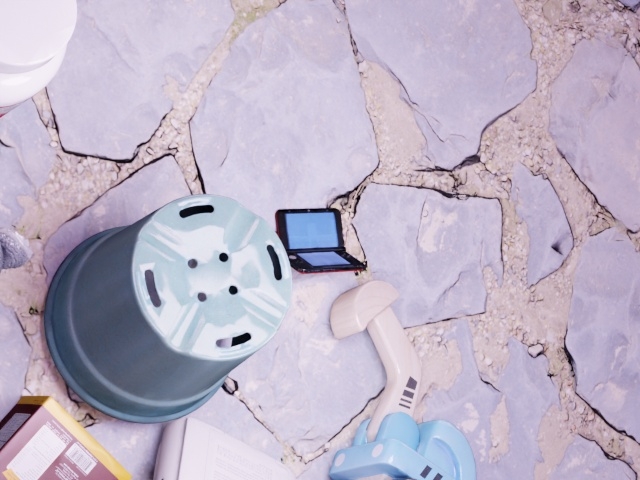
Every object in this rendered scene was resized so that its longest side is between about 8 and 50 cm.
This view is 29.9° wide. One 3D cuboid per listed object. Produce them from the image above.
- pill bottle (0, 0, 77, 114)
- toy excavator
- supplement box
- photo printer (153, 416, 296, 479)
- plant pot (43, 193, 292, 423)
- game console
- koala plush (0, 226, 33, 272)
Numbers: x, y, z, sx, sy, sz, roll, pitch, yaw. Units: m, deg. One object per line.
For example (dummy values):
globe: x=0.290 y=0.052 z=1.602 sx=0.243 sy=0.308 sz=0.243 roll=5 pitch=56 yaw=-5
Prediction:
pill bottle: x=-0.505 y=-0.290 z=1.739 sx=0.229 sy=0.407 sz=0.229 roll=5 pitch=81 yaw=-31
toy excavator: x=0.146 y=0.355 z=2.202 sx=0.433 sy=0.222 sz=0.445 roll=38 pitch=52 yaw=-22
supplement box: x=-0.439 y=0.375 z=1.858 sx=0.191 sy=0.129 sz=0.194 roll=49 pitch=62 yaw=-17
photo printer: x=-0.160 y=0.465 z=1.946 sx=0.256 sy=0.107 sz=0.307 roll=32 pitch=33 yaw=-23
plant pot: x=-0.223 y=0.095 z=1.875 sx=0.341 sy=0.334 sz=0.341 roll=8 pitch=71 yaw=-25
game console: x=0.000 y=0.000 z=2.206 sx=0.144 sy=0.124 sz=0.085 roll=-3 pitch=112 yaw=-31
koala plush: x=-0.557 y=-0.010 z=1.815 sx=0.196 sy=0.203 sz=0.221 roll=-38 pitch=115 yaw=-29
